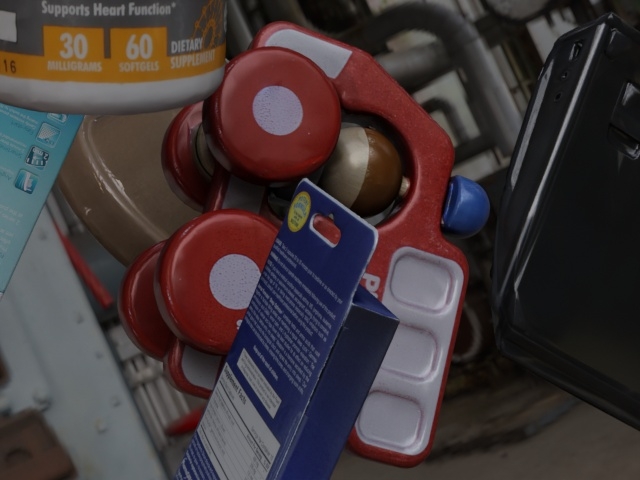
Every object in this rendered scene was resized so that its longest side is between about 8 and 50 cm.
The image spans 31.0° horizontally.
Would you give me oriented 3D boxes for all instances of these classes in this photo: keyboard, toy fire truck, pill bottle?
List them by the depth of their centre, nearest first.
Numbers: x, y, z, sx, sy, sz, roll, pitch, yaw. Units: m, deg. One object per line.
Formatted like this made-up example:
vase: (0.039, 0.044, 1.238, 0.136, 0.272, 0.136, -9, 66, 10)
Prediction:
keyboard: (0.205, 0.007, 0.459, 0.033, 0.317, 0.201, 3, 68, 61)
pill bottle: (-0.136, -0.225, 0.693, 0.162, 0.278, 0.162, 2, 20, -1)
toy fire truck: (0.000, 0.000, 0.885, 0.254, 0.302, 0.169, 19, -15, -17)

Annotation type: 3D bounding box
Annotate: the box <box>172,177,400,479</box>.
box: (-0.022, 0.085, 0.650, 0.036, 0.225, 0.136, 19, 9, -22)

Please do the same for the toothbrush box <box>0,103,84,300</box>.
toothbrush box: (-0.344, -0.066, 0.983, 0.126, 0.216, 0.295, -9, 58, 66)

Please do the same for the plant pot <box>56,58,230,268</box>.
plant pot: (-0.161, -0.099, 1.426, 0.229, 0.263, 0.263, -40, -5, 12)
